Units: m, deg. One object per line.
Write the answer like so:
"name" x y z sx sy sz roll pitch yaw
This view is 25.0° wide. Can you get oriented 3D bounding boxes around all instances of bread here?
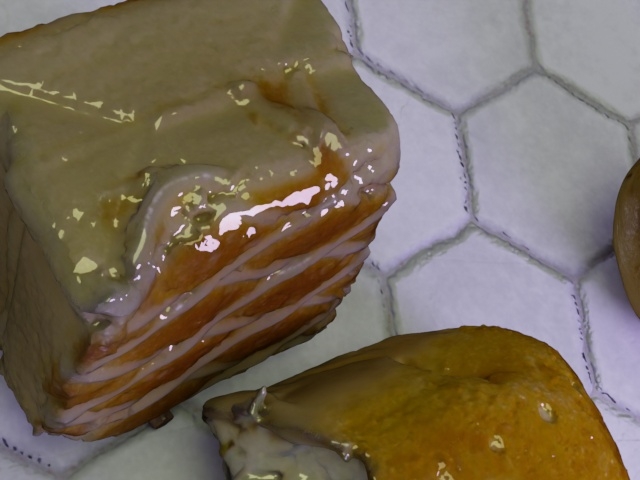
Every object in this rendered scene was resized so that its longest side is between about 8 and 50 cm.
"bread" 0.119 0.249 1.438 0.394 0.250 0.361 -21 78 -30
"bread" -0.144 -0.029 1.361 0.390 0.371 0.279 -25 68 -32

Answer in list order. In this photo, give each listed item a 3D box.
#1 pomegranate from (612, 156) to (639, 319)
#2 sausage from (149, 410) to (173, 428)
"pomegranate" 0.505 0.005 1.676 0.333 0.332 0.332 9 65 -19
"sausage" -0.194 0.143 1.484 0.026 0.026 0.116 -34 83 -31
